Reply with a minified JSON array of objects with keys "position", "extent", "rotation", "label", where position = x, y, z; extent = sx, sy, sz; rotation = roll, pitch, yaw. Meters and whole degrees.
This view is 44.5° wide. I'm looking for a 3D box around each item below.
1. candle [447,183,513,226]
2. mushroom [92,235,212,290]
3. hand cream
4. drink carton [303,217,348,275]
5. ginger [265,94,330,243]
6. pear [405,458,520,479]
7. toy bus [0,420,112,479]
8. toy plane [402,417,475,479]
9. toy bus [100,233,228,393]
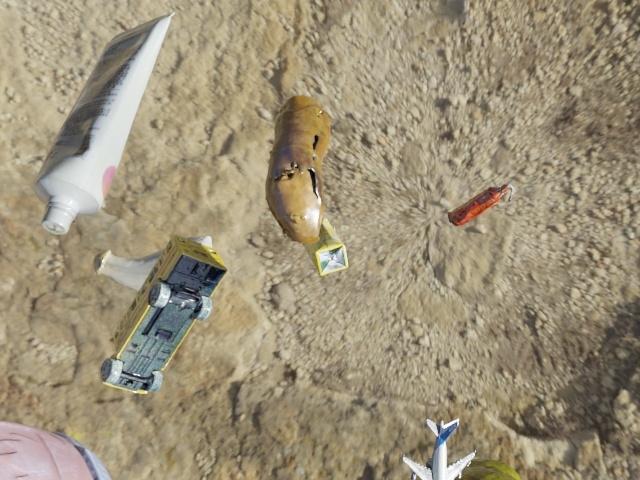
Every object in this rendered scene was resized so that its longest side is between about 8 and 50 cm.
[{"position":[0.335,-0.073,1.626],"extent":[0.048,0.053,0.162],"rotation":[53,134,-3],"label":"candle"},{"position":[-0.375,0.061,1.776],"extent":[0.270,0.103,0.118],"rotation":[-10,88,-8],"label":"mushroom"},{"position":[-0.272,-0.152,0.978],"extent":[0.125,0.078,0.340],"rotation":[-11,50,34],"label":"hand cream"},{"position":[0.000,0.000,1.748],"extent":[0.084,0.200,0.074],"rotation":[-19,120,-8],"label":"drink carton"},{"position":[-0.036,-0.142,1.331],"extent":[0.107,0.133,0.309],"rotation":[-4,57,10],"label":"ginger"},{"position":[0.235,0.587,1.415],"extent":[0.413,0.352,0.352],"rotation":[-35,86,-15],"label":"pear"},{"position":[-0.317,0.278,0.642],"extent":[0.294,0.232,0.197],"rotation":[-42,49,0],"label":"toy bus"},{"position":[0.093,0.179,0.609],"extent":[0.078,0.024,0.084],"rotation":[8,91,-35],"label":"toy plane"},{"position":[-0.321,0.153,1.565],"extent":[0.121,0.123,0.335],"rotation":[22,112,-34],"label":"toy bus"}]
